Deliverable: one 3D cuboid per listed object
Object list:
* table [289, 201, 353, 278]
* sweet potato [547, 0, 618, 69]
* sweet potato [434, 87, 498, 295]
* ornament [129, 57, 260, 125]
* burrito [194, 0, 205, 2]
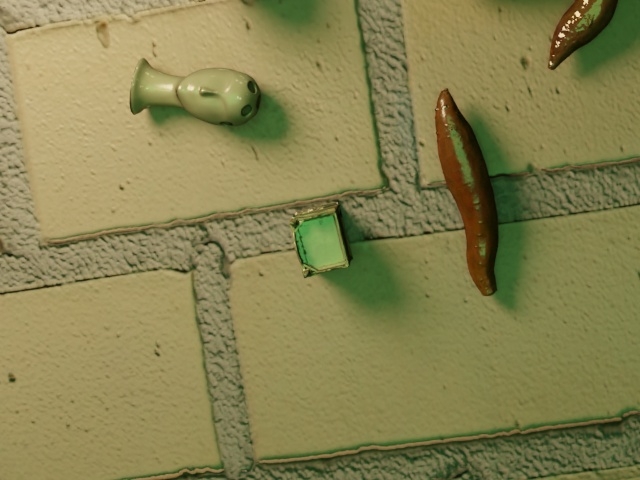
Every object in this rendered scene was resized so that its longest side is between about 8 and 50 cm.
[{"bbox_3d":[0.000,0.000,1.795,0.062,0.083,0.079,-14,97,6],"label":"table"},{"bbox_3d":[0.339,-0.299,1.746,0.065,0.051,0.218,40,98,-3],"label":"sweet potato"},{"bbox_3d":[0.187,-0.060,1.789,0.057,0.057,0.264,-16,97,6],"label":"sweet potato"},{"bbox_3d":[-0.153,-0.181,1.789,0.156,0.081,0.074,9,88,8],"label":"ornament"},{"bbox_3d":[-0.162,-0.433,1.734,0.105,0.143,0.299,-26,90,39],"label":"burrito"}]
